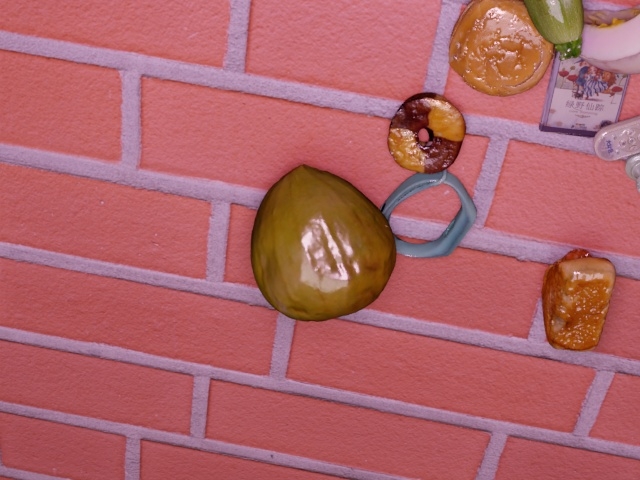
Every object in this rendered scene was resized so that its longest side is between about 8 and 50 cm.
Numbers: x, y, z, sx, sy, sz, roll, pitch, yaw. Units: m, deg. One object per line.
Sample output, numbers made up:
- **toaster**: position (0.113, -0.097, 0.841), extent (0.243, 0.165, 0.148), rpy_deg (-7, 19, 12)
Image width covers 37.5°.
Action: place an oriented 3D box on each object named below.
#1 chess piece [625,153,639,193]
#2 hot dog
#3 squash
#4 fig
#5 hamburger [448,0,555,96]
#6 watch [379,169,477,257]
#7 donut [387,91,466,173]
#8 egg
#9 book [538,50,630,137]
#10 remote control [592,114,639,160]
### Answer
- **chess piece**: position (0.685, -0.137, 1.995), extent (0.067, 0.103, 0.067), rpy_deg (4, 124, 5)
- **hot dog**: position (0.589, 0.122, 2.157), extent (0.150, 0.153, 0.256), rpy_deg (3, 126, 2)
- **squash**: position (0.402, -0.519, 1.733), extent (0.107, 0.107, 0.394), rpy_deg (-16, 105, 18)
- **fig**: position (-0.006, 0.005, 2.080), extent (0.344, 0.343, 0.343), rpy_deg (4, 124, 6)
- **hamburger**: position (0.364, -0.390, 1.876), extent (0.214, 0.108, 0.213), rpy_deg (6, 123, 10)
- **watch**: position (0.246, -0.061, 2.140), extent (0.195, 0.068, 0.237), rpy_deg (28, 127, -8)
- **donut**: position (0.227, -0.235, 2.016), extent (0.166, 0.073, 0.184), rpy_deg (1, 125, 7)
- **egg**: position (0.626, -0.398, 1.777), extent (0.162, 0.206, 0.271), rpy_deg (25, 130, -38)
- **book**: position (0.550, -0.319, 1.940), extent (0.158, 0.026, 0.231), rpy_deg (7, 125, 3)
- **remote control**: position (0.676, -0.227, 1.959), extent (0.222, 0.042, 0.078), rpy_deg (-18, 120, 10)
